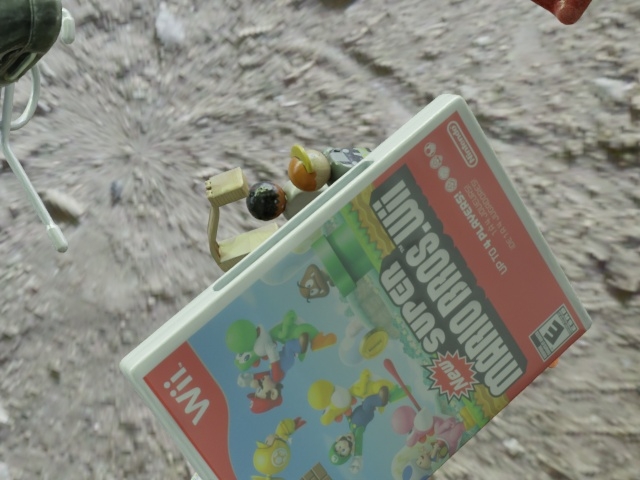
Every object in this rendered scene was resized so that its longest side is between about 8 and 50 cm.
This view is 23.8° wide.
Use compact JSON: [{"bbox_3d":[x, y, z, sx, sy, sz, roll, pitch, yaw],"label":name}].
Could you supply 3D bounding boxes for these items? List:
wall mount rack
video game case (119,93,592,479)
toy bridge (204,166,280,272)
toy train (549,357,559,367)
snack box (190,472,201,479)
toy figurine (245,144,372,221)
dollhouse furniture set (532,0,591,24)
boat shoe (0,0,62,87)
[{"bbox_3d":[-0.401,-0.139,1.817,0.130,0.350,0.304,7,94,25],"label":"wall mount rack"},{"bbox_3d":[0.034,0.068,1.000,0.285,0.025,0.204,-40,114,-16],"label":"video game case"},{"bbox_3d":[-0.064,0.006,1.365,0.063,0.188,0.026,-19,52,10],"label":"toy bridge"},{"bbox_3d":[0.219,0.073,1.570,0.166,0.046,0.125,46,67,-46],"label":"toy train"},{"bbox_3d":[-0.141,0.359,1.868,0.100,0.037,0.141,38,75,-27],"label":"snack box"},{"bbox_3d":[0.000,0.000,1.775,0.148,0.213,0.209,-3,80,-24],"label":"toy figurine"},{"bbox_3d":[0.278,-0.283,1.071,0.374,0.152,0.201,-16,115,30],"label":"dollhouse furniture set"},{"bbox_3d":[-0.308,-0.170,1.347,0.119,0.335,0.121,-2,95,-24],"label":"boat shoe"}]
